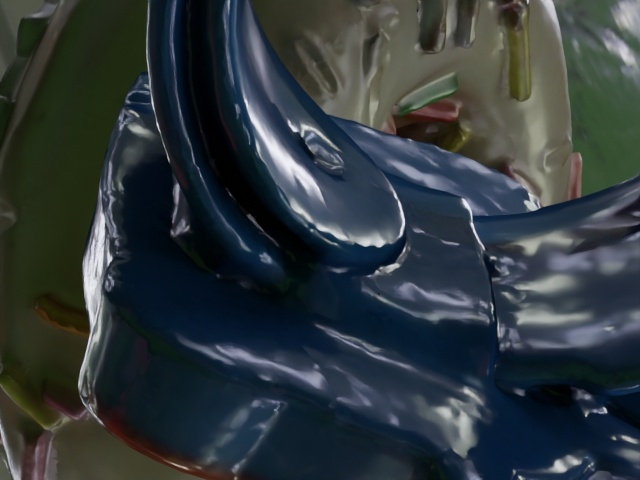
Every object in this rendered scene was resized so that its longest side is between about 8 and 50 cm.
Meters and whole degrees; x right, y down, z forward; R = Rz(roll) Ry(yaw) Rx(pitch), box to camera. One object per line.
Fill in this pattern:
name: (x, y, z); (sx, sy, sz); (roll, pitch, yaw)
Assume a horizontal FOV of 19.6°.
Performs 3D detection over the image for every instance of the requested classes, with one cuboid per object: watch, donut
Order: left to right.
donut: (0.000, 0.000, 0.849); (0.142, 0.382, 0.382); (15, -100, 31)
watch: (0.091, -0.045, 0.558); (0.305, 0.241, 0.274); (17, -66, -14)
